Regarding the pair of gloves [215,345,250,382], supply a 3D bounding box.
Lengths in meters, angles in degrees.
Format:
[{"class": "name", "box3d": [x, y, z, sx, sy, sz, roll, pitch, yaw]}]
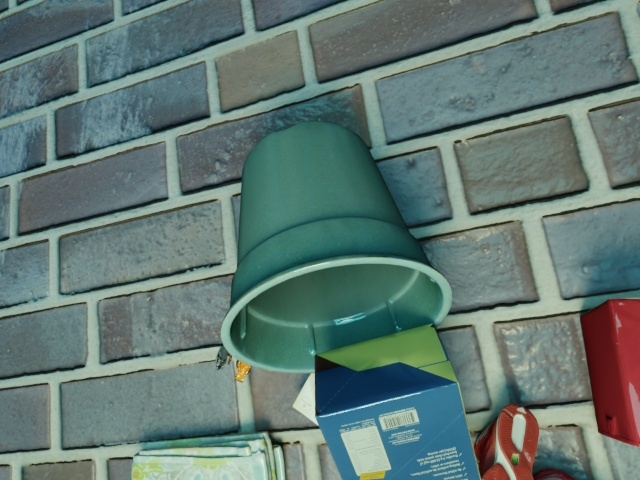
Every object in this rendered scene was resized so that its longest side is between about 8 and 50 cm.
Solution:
[{"class": "pair of gloves", "box3d": [-0.184, 0.254, 0.960, 0.083, 0.010, 0.074, 23, 88, 20]}]

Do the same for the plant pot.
[{"class": "plant pot", "box3d": [0.000, 0.000, 0.764, 0.341, 0.341, 0.334, -22, 51, 12]}]

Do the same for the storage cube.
[{"class": "storage cube", "box3d": [0.510, 0.190, 0.655, 0.183, 0.215, 0.193, -5, 73, 17]}]

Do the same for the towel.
[{"class": "towel", "box3d": [-0.213, 0.578, 0.875, 0.320, 0.090, 0.375, -11, 78, 18]}]

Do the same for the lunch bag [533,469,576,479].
[{"class": "lunch bag", "box3d": [0.355, 0.523, 0.689, 0.258, 0.120, 0.293, 35, 92, 20]}]

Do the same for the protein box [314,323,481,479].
[{"class": "protein box", "box3d": [0.114, 0.268, 0.689, 0.199, 0.136, 0.201, -16, 114, 7]}]

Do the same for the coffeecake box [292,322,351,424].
[{"class": "coffeecake box", "box3d": [0.058, 0.270, 0.852, 0.142, 0.068, 0.186, 30, 91, 19]}]

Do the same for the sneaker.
[{"class": "sneaker", "box3d": [0.285, 0.384, 0.719, 0.087, 0.128, 0.221, 25, 60, 18]}]
